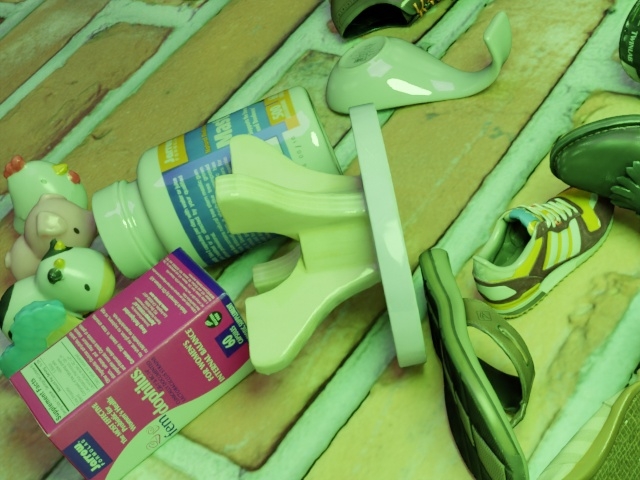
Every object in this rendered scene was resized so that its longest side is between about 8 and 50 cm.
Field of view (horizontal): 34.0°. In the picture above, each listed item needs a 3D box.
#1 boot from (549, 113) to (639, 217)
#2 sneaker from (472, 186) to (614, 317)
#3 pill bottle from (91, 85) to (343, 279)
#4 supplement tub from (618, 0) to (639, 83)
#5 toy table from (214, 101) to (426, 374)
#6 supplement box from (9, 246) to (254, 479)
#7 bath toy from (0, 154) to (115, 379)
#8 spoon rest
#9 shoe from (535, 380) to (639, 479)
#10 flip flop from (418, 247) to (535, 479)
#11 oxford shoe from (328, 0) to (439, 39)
[{"bbox_3d":[0.321,0.004,0.930,0.263,0.091,0.229,10,52,15],"label":"boot"},{"bbox_3d":[0.221,-0.010,1.022,0.069,0.084,0.185,25,62,43],"label":"sneaker"},{"bbox_3d":[-0.115,-0.058,1.197,0.272,0.152,0.152,-22,41,4],"label":"pill bottle"},{"bbox_3d":[0.416,-0.192,1.086,0.117,0.117,0.190,-38,43,-13],"label":"supplement tub"},{"bbox_3d":[0.000,0.000,1.024,0.160,0.252,0.274,-10,51,3],"label":"toy table"},{"bbox_3d":[-0.184,0.130,1.068,0.220,0.111,0.114,-38,43,-12],"label":"supplement box"},{"bbox_3d":[-0.325,0.012,1.254,0.151,0.129,0.348,-24,40,3],"label":"bath toy"},{"bbox_3d":[0.120,-0.213,1.309,0.276,0.084,0.137,-4,43,43],"label":"spoon rest"},{"bbox_3d":[0.211,0.204,0.831,0.219,0.076,0.058,-48,2,-20],"label":"shoe"},{"bbox_3d":[0.147,0.105,0.941,0.080,0.112,0.277,-8,36,-1],"label":"flip flop"},{"bbox_3d":[0.143,-0.342,1.424,0.271,0.097,0.098,-17,61,18],"label":"oxford shoe"}]
